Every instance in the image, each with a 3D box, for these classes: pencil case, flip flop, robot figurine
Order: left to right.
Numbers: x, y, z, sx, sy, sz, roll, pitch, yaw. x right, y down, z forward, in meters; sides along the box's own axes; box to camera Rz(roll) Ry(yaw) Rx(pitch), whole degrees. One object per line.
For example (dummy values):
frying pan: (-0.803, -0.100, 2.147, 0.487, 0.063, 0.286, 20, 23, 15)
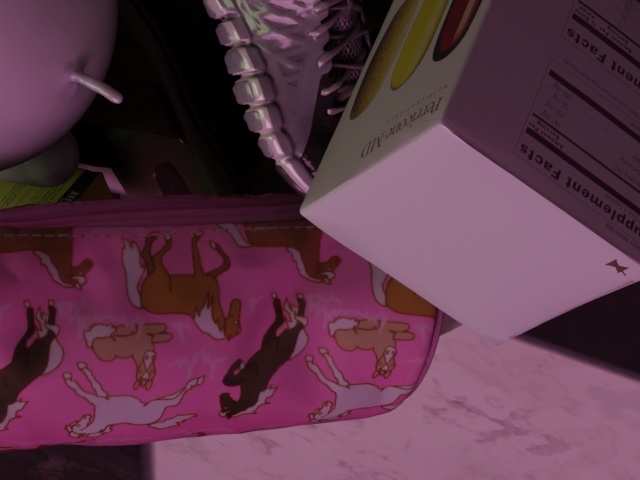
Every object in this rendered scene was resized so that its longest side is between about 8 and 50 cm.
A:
robot figurine: (-0.264, -0.144, 1.174, 0.353, 0.200, 0.300, 7, 147, 43)
flip flop: (-0.143, -0.081, 1.283, 0.112, 0.080, 0.277, -21, 104, 47)
pencil case: (-0.123, 0.042, 1.172, 0.386, 0.167, 0.160, -4, 174, -25)

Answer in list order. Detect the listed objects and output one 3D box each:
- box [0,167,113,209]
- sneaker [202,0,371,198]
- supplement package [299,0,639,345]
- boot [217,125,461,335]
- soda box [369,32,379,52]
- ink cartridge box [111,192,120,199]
box: (-0.255, -0.022, 1.315, 0.232, 0.087, 0.058, 12, 138, 28)
sneaker: (0.010, -0.127, 1.108, 0.132, 0.086, 0.228, -21, 102, 37)
supplement package: (0.114, -0.093, 0.982, 0.134, 0.244, 0.139, 34, 147, -17)
boot: (-0.001, 0.002, 1.391, 0.208, 0.076, 0.189, 33, 151, -29)
soda box: (0.041, -0.094, 1.210, 0.169, 0.060, 0.053, 1, 143, 33)
ink cartridge box: (-0.203, 0.022, 1.382, 0.143, 0.092, 0.090, 7, 134, 9)
